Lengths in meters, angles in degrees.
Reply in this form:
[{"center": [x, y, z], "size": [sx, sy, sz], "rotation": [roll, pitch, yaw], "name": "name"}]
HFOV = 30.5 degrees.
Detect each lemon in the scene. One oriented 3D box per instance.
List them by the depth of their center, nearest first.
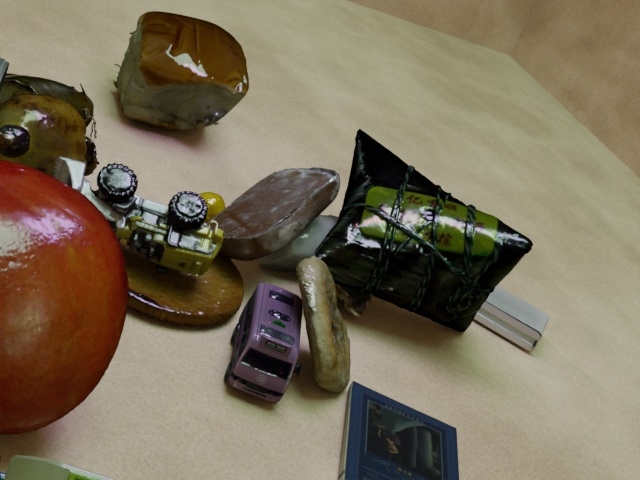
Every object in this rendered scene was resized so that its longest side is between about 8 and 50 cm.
[{"center": [-0.205, -0.056, 2.140], "size": [0.065, 0.065, 0.092], "rotation": [29, 22, 4], "name": "lemon"}]

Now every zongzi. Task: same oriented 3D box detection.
[{"center": [0.162, -0.037, 2.139], "size": [0.383, 0.319, 0.362], "rotation": [16, 53, -14], "name": "zongzi"}, {"center": [-0.558, -0.268, 2.161], "size": [0.241, 0.111, 0.248], "rotation": [28, 18, 17], "name": "zongzi"}]

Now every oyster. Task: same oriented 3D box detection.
[{"center": [0.045, 0.085, 2.130], "size": [0.103, 0.051, 0.148], "rotation": [45, 24, -4], "name": "oyster"}]

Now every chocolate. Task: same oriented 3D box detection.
[{"center": [-0.077, -0.036, 2.037], "size": [0.157, 0.080, 0.254], "rotation": [3, 32, 37], "name": "chocolate"}]

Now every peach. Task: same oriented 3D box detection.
[{"center": [-0.405, 0.064, 1.415], "size": [0.373, 0.290, 0.372], "rotation": [18, 33, -12], "name": "peach"}]

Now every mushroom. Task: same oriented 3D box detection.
[{"center": [0.000, 0.000, 2.187], "size": [0.118, 0.103, 0.270], "rotation": [-11, -3, 36], "name": "mushroom"}]

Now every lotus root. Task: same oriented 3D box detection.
[{"center": [-0.463, -0.156, 1.916], "size": [0.141, 0.169, 0.314], "rotation": [-1, -3, 9], "name": "lotus root"}]

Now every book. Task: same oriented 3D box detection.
[{"center": [0.122, 0.324, 1.761], "size": [0.191, 0.025, 0.269], "rotation": [25, 24, -6], "name": "book"}]

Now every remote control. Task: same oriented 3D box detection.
[{"center": [0.317, 0.119, 2.338], "size": [0.277, 0.055, 0.103], "rotation": [30, 24, 9], "name": "remote control"}]

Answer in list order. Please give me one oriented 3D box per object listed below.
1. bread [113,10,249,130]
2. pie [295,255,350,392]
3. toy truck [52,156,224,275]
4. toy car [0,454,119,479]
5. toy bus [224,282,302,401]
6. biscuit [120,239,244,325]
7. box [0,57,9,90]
[{"center": [-0.284, -0.342, 2.434], "size": [0.250, 0.225, 0.279], "rotation": [15, 31, -22], "name": "bread"}, {"center": [0.003, 0.137, 1.837], "size": [0.052, 0.218, 0.185], "rotation": [-9, 20, 10], "name": "pie"}, {"center": [-0.291, -0.032, 1.834], "size": [0.286, 0.136, 0.111], "rotation": [20, 57, -8], "name": "toy truck"}, {"center": [-0.272, 0.326, 1.147], "size": [0.204, 0.248, 0.198], "rotation": [22, 63, -17], "name": "toy car"}, {"center": [-0.080, 0.154, 1.793], "size": [0.096, 0.108, 0.199], "rotation": [23, 24, -9], "name": "toy bus"}, {"center": [-0.264, 0.042, 1.916], "size": [0.305, 0.038, 0.305], "rotation": [23, 25, -12], "name": "biscuit"}, {"center": [-0.595, -0.205, 1.835], "size": [0.149, 0.226, 0.226], "rotation": [20, 25, -15], "name": "box"}]
